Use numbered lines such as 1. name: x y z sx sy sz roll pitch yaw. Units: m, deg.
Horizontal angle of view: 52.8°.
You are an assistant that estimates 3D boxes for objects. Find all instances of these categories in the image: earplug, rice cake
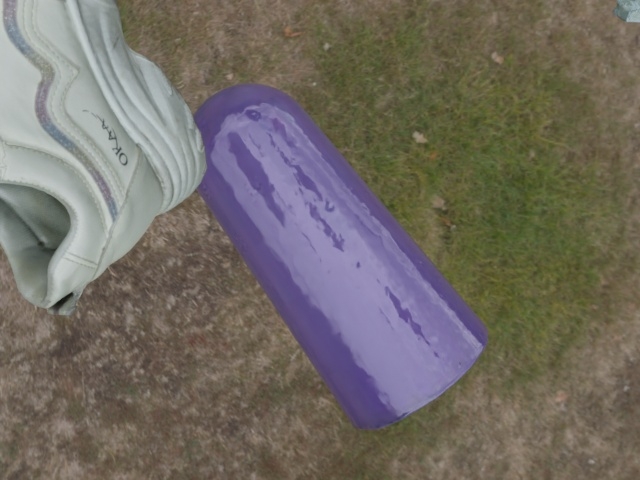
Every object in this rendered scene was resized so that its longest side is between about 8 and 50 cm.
1. earplug: 0.000 0.000 0.828 0.215 0.215 0.456 -37 92 -17
2. rice cake: 0.344 -0.232 0.651 0.121 0.022 0.021 -10 137 -25

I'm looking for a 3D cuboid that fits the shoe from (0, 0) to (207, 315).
1. shoe: -0.224 -0.104 0.428 0.342 0.132 0.210 58 40 -34
